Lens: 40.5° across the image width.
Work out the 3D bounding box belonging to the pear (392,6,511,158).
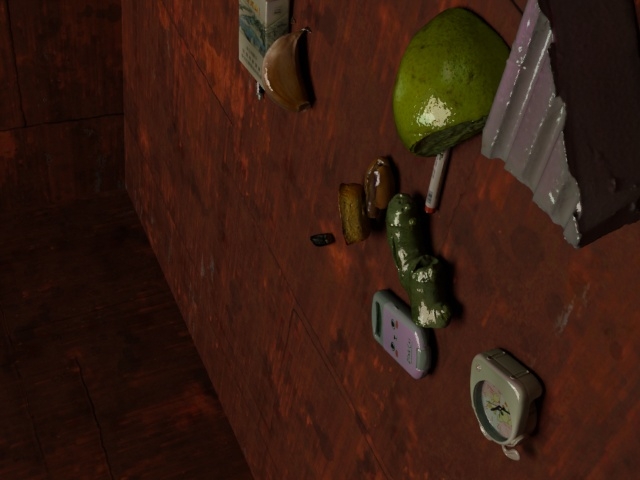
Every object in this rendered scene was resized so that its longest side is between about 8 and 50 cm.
[{"bbox_3d":[0.205,-0.288,1.513,0.288,0.139,0.239,-24,70,61],"label":"pear"}]

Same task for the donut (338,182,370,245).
[{"bbox_3d":[0.077,-0.063,1.966,0.152,0.058,0.152,-7,-90,-79],"label":"donut"}]

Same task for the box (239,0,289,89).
[{"bbox_3d":[-0.148,-0.541,2.235,0.164,0.069,0.256,53,151,38],"label":"box"}]

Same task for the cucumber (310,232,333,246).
[{"bbox_3d":[-0.002,0.001,2.280,0.135,0.034,0.033,-10,99,67],"label":"cucumber"}]

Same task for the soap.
[{"bbox_3d":[0.368,-0.182,1.165,0.302,0.158,0.258,98,152,-45],"label":"soap"}]

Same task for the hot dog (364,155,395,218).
[{"bbox_3d":[0.124,-0.114,1.892,0.140,0.060,0.090,94,156,-48],"label":"hot dog"}]

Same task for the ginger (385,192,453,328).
[{"bbox_3d":[0.201,0.046,1.783,0.137,0.089,0.290,88,166,-72],"label":"ginger"}]

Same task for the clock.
[{"bbox_3d":[0.345,0.311,1.628,0.151,0.062,0.191,41,139,53],"label":"clock"}]

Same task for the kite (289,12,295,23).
[{"bbox_3d":[-0.108,-0.607,2.198,0.190,0.010,0.159,62,156,20],"label":"kite"}]

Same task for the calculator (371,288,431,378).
[{"bbox_3d":[0.181,0.209,1.968,0.246,0.045,0.141,44,141,53],"label":"calculator"}]

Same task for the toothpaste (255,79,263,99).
[{"bbox_3d":[-0.173,-0.461,2.423,0.037,0.021,0.140,30,128,53],"label":"toothpaste"}]

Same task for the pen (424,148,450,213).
[{"bbox_3d":[0.231,-0.142,1.675,0.026,0.026,0.218,54,149,41],"label":"pen"}]

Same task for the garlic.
[{"bbox_3d":[-0.092,-0.422,2.144,0.128,0.115,0.207,-137,42,-62],"label":"garlic"}]
